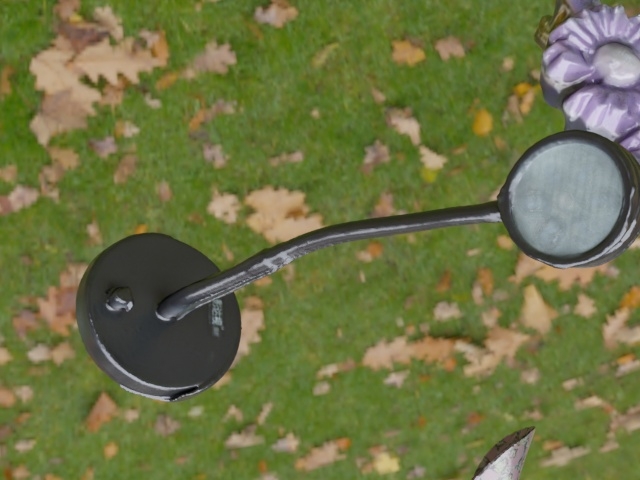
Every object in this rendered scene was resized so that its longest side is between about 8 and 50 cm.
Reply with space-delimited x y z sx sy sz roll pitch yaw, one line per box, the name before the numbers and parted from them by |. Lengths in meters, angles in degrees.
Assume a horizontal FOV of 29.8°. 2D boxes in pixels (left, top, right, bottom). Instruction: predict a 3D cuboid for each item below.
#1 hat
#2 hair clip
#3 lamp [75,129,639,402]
hat | 0.113 0.156 0.746 0.087 0.042 0.058 -47 173 3
hair clip | 0.228 -0.081 0.863 0.106 0.292 0.084 -17 153 -19
lamp | 0.021 0.008 0.697 0.371 0.130 0.108 -22 157 32
